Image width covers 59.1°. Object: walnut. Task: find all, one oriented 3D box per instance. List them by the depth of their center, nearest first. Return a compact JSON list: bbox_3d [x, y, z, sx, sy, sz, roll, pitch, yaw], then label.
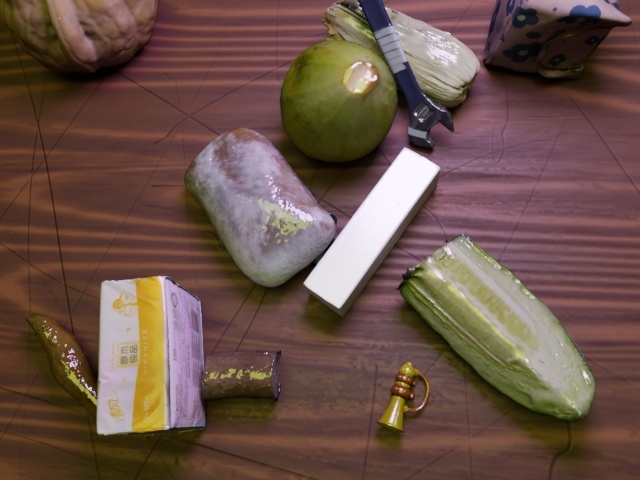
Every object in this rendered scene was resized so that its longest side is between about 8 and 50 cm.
[{"bbox_3d":[-0.467,-0.475,1.094,0.296,0.285,0.286,-9,71,-2],"label":"walnut"}]

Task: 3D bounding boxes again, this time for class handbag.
[{"bbox_3d":[0.413,-0.402,0.975,0.193,0.251,0.190,14,81,1],"label":"handbag"}]

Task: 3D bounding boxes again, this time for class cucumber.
[{"bbox_3d":[0.280,0.142,0.888,0.145,0.105,0.325,-34,69,-33],"label":"cucumber"},{"bbox_3d":[0.000,0.000,0.995,0.048,0.048,0.105,7,77,9],"label":"cucumber"}]

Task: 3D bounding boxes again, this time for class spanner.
[{"bbox_3d":[0.144,-0.311,0.993,0.087,0.024,0.316,-17,105,41],"label":"spanner"}]

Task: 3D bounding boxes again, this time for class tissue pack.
[{"bbox_3d":[-0.264,0.189,0.893,0.124,0.185,0.225,-8,71,5],"label":"tissue pack"}]

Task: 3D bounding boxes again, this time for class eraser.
[{"bbox_3d":[0.092,-0.015,0.971,0.076,0.078,0.298,34,79,16],"label":"eraser"}]

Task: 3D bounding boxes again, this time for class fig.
[{"bbox_3d":[0.032,-0.251,0.974,0.207,0.230,0.207,1,60,-2],"label":"fig"}]

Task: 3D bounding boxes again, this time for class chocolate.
[{"bbox_3d":[-0.121,-0.069,0.987,0.185,0.100,0.303,-40,70,3],"label":"chocolate"}]

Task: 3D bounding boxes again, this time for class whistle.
[{"bbox_3d":[0.137,0.251,0.899,0.057,0.046,0.109,17,69,27],"label":"whistle"}]

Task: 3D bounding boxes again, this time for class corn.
[{"bbox_3d":[0.146,-0.353,1.049,0.305,0.123,0.122,30,80,16],"label":"corn"}]

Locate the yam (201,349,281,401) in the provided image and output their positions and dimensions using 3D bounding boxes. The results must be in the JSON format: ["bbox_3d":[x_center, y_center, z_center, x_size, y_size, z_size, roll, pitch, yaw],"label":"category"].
[{"bbox_3d":[-0.129,0.221,0.922,0.127,0.084,0.084,-2,72,3],"label":"yam"}]

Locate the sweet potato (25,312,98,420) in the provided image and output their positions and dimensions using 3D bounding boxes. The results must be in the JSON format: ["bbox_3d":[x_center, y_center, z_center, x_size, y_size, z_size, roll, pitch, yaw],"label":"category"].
[{"bbox_3d":[-0.420,0.224,0.968,0.067,0.067,0.274,-42,78,-7],"label":"sweet potato"}]
